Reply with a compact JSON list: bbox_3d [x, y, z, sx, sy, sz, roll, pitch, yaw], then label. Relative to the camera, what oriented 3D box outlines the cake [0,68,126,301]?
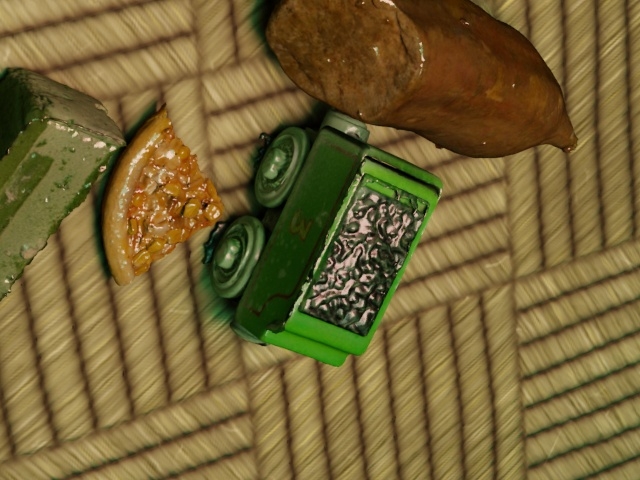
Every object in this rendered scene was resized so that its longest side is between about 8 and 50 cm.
[{"bbox_3d":[-0.285,-0.043,1.513,0.100,0.099,0.235,22,118,-35],"label":"cake"}]

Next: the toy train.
[{"bbox_3d":[0.000,0.000,1.598,0.132,0.188,0.243,22,97,-32],"label":"toy train"}]

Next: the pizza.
[{"bbox_3d":[-0.146,-0.034,1.589,0.131,0.041,0.178,22,97,-36],"label":"pizza"}]

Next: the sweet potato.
[{"bbox_3d":[0.120,-0.165,1.630,0.369,0.158,0.158,12,103,-44],"label":"sweet potato"}]
